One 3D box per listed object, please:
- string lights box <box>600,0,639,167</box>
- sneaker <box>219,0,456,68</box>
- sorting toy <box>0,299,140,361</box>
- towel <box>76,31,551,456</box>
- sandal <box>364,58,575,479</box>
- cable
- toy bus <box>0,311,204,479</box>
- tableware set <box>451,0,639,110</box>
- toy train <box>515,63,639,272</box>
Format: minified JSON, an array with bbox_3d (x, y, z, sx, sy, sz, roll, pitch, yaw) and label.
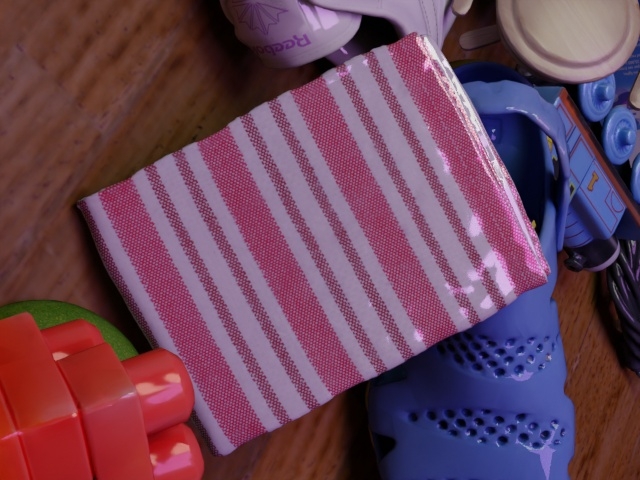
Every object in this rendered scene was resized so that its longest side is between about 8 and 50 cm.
[{"bbox_3d":[0.264,-0.186,0.825,0.077,0.133,0.259,-35,115,-47],"label":"string lights box"},{"bbox_3d":[-0.017,-0.182,0.544,0.305,0.114,0.152,37,62,-39],"label":"sneaker"},{"bbox_3d":[-0.101,0.071,0.445,0.127,0.126,0.365,-54,124,-33],"label":"sorting toy"},{"bbox_3d":[0.000,0.000,0.534,0.197,0.029,0.144,-27,91,-6],"label":"towel"},{"bbox_3d":[0.087,0.037,0.617,0.138,0.126,0.317,80,7,-82],"label":"sandal"},{"bbox_3d":[0.292,0.020,0.924,0.184,0.047,0.150,-49,118,-32],"label":"cable"},{"bbox_3d":[-0.144,0.056,0.309,0.211,0.149,0.220,-20,126,-18],"label":"toy bus"},{"bbox_3d":[0.160,-0.174,0.641,0.128,0.039,0.194,27,74,-3],"label":"tableware set"},{"bbox_3d":[0.180,-0.053,0.781,0.184,0.080,0.105,47,66,-38],"label":"toy train"}]
